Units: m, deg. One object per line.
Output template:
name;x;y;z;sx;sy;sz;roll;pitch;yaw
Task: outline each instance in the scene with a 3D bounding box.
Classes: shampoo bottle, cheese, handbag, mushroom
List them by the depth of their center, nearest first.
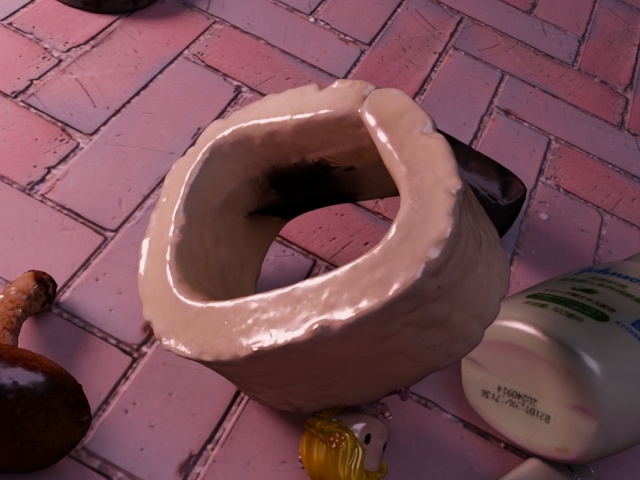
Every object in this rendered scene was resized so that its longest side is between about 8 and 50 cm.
mushroom;-0.314;0.098;0.621;0.227;0.148;0.217;17;31;-16
cheese;-0.001;-0.004;0.643;0.332;0.153;0.292;-9;55;27
shampoo bottle;0.332;0.107;0.765;0.350;0.151;0.222;-16;19;-35
handbag;0.152;-0.093;0.841;0.223;0.080;0.247;42;8;12

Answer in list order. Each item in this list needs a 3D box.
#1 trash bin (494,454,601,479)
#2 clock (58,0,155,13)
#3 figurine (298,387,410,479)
trash bin;0.224;0.279;0.673;0.130;0.059;0.116;-19;61;-27
clock;-0.343;-0.432;1.055;0.215;0.042;0.215;9;52;-11
figurine;0.015;0.197;0.666;0.095;0.115;0.156;31;64;-36
